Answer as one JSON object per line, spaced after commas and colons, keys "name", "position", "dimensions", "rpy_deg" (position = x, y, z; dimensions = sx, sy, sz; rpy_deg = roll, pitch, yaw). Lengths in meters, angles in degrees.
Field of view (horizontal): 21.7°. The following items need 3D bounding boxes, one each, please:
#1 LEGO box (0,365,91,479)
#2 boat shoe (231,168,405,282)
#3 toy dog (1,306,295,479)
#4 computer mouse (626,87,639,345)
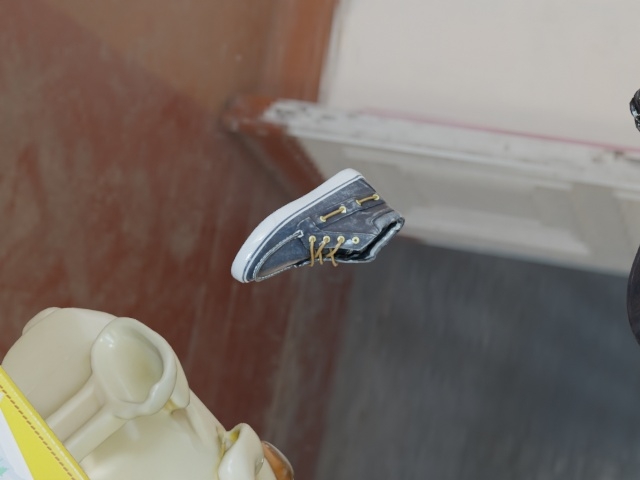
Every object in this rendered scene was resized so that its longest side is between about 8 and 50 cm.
{"name": "LEGO box", "position": [-0.386, 0.123, 1.322], "dimensions": [0.193, 0.500, 0.372], "rpy_deg": [-38, 176, -19]}
{"name": "boat shoe", "position": [0.000, 0.000, 1.670], "dimensions": [0.183, 0.083, 0.065], "rpy_deg": [-37, 155, -28]}
{"name": "toy dog", "position": [-0.206, 0.288, 1.991], "dimensions": [0.284, 0.395, 0.408], "rpy_deg": [-47, 126, -4]}
{"name": "computer mouse", "position": [0.377, -0.011, 1.654], "dimensions": [0.188, 0.072, 0.272], "rpy_deg": [13, 85, -29]}
